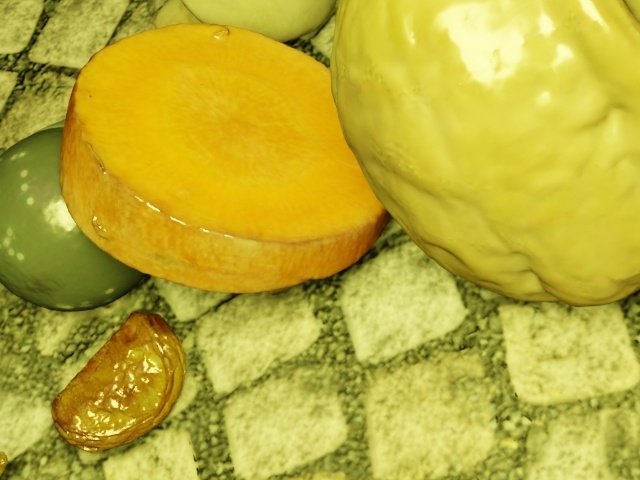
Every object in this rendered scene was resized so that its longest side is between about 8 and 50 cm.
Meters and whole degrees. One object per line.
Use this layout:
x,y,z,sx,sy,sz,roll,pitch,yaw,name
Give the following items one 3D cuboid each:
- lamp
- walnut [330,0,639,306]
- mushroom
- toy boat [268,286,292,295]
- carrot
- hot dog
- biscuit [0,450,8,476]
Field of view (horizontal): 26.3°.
-0.249,-0.069,1.384,0.182,0.182,0.314,-19,46,13,lamp
0.193,-0.134,1.105,0.381,0.381,0.381,-12,56,18,walnut
-0.077,-0.277,1.441,0.206,0.209,0.206,8,31,-5,mushroom
0.000,0.000,1.297,0.149,0.047,0.049,-27,53,1,toy boat
-0.079,-0.074,1.241,0.307,0.100,0.258,13,52,-2,carrot
-0.188,0.135,1.290,0.147,0.065,0.099,-50,53,4,hot dog
-0.397,0.226,1.344,0.203,0.016,0.144,27,87,35,biscuit
